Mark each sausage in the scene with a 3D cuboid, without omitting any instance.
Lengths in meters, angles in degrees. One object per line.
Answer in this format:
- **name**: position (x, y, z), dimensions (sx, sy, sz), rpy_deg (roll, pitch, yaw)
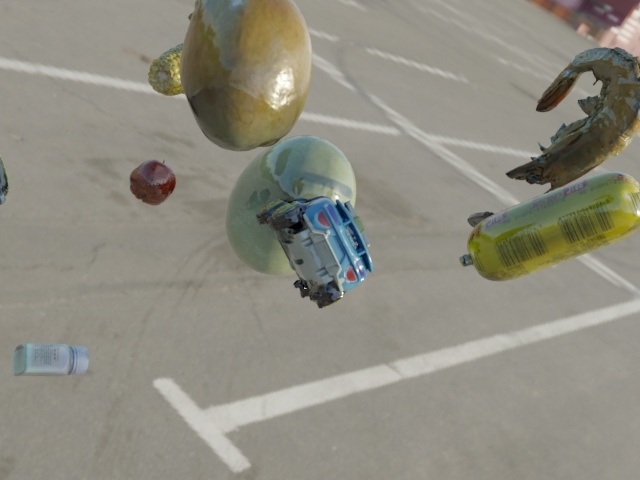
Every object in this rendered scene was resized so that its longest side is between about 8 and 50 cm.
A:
- **sausage**: position (0.401, -0.021, 1.586), dimensions (0.123, 0.347, 0.123), rpy_deg (50, 28, -39)

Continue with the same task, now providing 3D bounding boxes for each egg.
- **egg**: position (-0.066, -0.070, 1.965), dimensions (0.259, 0.352, 0.258), rpy_deg (24, 36, -19)

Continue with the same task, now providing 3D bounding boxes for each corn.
- **corn**: position (-0.227, -0.348, 1.792), dimensions (0.101, 0.101, 0.310), rpy_deg (34, 37, 9)

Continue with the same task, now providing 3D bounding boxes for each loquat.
- **loquat**: position (-0.096, -0.224, 1.188), dimensions (0.179, 0.179, 0.227), rpy_deg (14, 65, -39)

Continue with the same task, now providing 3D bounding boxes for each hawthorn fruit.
- **hawthorn fruit**: position (-0.319, -0.115, 1.761), dimensions (0.093, 0.093, 0.093), rpy_deg (27, 20, -11)

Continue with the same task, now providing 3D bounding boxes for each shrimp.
- **shrimp**: position (0.351, -0.171, 1.279), dimensions (0.058, 0.253, 0.173), rpy_deg (7, 67, -34)

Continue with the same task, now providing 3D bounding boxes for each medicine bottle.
- **medicine bottle**: position (-0.473, 0.211, 1.620), dimensions (0.118, 0.074, 0.055), rpy_deg (6, 72, -33)

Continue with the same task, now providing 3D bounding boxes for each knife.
- **knife**: position (0.312, -0.041, 1.777), dimensions (0.031, 0.018, 0.121), rpy_deg (39, -8, -5)

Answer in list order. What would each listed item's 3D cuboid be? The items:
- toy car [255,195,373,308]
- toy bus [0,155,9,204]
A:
- **toy car**: position (0.000, 0.000, 1.699), dimensions (0.198, 0.166, 0.314), rpy_deg (64, -9, -7)
- **toy bus**: position (-0.783, -0.089, 1.801), dimensions (0.152, 0.144, 0.330), rpy_deg (11, 35, 38)
